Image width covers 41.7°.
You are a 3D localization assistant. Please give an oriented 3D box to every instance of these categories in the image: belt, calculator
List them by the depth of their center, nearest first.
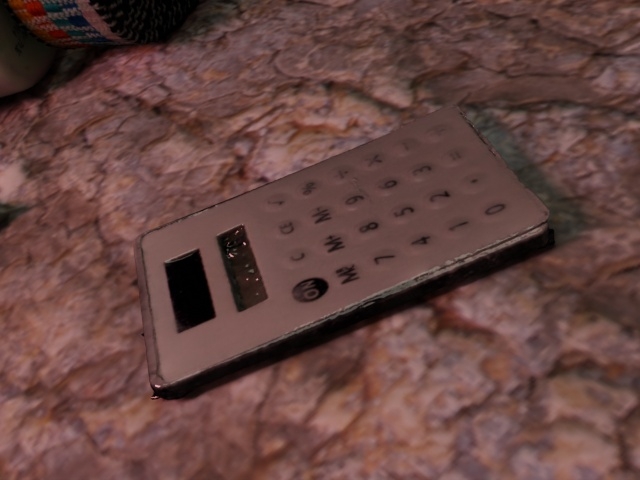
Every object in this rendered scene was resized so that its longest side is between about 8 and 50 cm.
[{"bbox_3d":[0.000,0.000,0.549,0.261,0.021,0.161,-23,40,-1],"label":"calculator"},{"bbox_3d":[-0.212,-0.315,0.851,0.150,0.207,0.258,5,55,25],"label":"belt"}]

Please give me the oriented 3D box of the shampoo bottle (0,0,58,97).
[{"bbox_3d":[-0.464,-0.205,0.886,0.349,0.151,0.222,-11,43,15],"label":"shampoo bottle"}]
